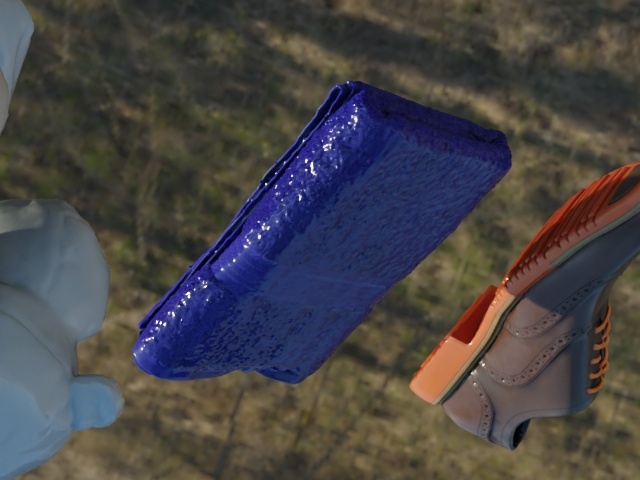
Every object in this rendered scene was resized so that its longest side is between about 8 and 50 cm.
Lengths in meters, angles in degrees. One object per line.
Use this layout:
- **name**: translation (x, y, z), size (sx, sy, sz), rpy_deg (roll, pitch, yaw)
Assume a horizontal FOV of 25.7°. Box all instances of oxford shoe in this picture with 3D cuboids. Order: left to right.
- **oxford shoe**: translation (0.160, 0.047, 0.907), size (0.098, 0.097, 0.271), rpy_deg (41, 142, 5)

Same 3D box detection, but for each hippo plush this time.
- **hippo plush**: translation (-0.191, 0.015, 0.725), size (0.234, 0.294, 0.236), rpy_deg (-26, 128, 29)

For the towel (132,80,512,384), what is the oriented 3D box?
- **towel**: translation (0.000, 0.000, 1.180), size (0.227, 0.308, 0.076), rpy_deg (9, -139, -53)
